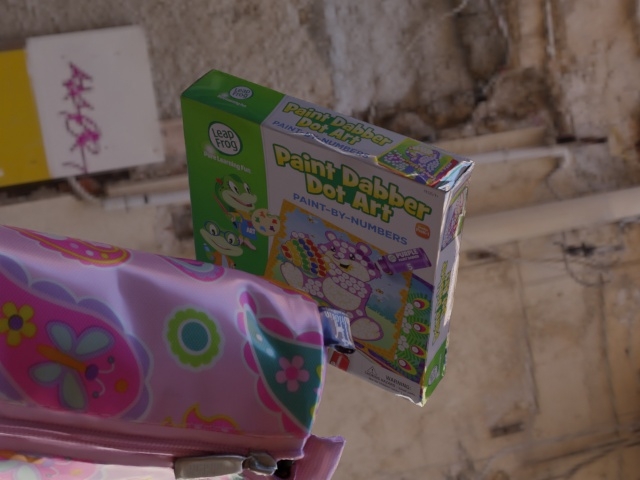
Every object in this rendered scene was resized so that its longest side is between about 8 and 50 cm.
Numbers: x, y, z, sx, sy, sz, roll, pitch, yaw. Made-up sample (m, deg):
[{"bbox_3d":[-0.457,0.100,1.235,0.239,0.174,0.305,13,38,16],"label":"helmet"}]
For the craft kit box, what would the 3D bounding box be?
[{"bbox_3d":[0.000,0.000,0.925,0.249,0.061,0.247,22,-47,23],"label":"craft kit box"}]

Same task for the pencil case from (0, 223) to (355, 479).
[{"bbox_3d":[-0.129,0.060,0.505,0.124,0.284,0.124,-34,-130,52],"label":"pencil case"}]
